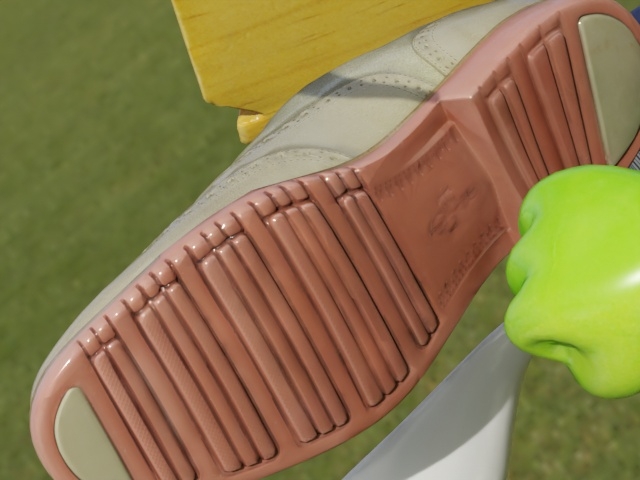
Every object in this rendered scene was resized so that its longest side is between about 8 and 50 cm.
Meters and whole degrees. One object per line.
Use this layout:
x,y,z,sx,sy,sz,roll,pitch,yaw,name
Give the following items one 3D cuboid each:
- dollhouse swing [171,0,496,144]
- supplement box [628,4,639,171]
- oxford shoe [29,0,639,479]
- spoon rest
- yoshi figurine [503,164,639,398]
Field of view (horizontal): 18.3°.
0.003,-0.329,1.552,0.315,0.347,0.305,-18,55,-2,dollhouse swing
0.314,-0.003,1.430,0.194,0.356,0.195,-35,-8,-47,supplement box
0.000,0.000,1.051,0.397,0.140,0.146,-34,27,-24,oxford shoe
0.099,0.115,1.185,0.276,0.084,0.137,-40,-31,23,spoon rest
0.157,0.054,0.496,0.204,0.203,0.362,-7,41,28,yoshi figurine
